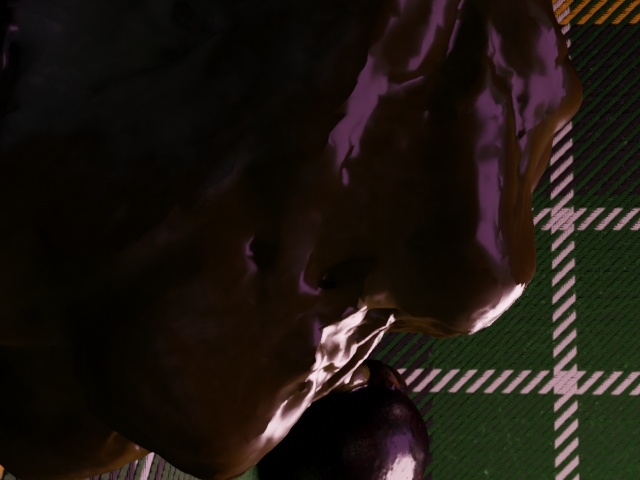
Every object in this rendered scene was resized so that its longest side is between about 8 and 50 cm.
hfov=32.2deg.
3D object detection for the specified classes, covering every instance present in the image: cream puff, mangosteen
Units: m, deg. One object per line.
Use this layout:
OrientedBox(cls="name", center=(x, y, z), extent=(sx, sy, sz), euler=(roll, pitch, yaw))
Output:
OrientedBox(cls="cream puff", center=(-0.019, -0.047, 0.508), extent=(0.270, 0.274, 0.324), euler=(53, 40, -65))
OrientedBox(cls="mangosteen", center=(0.024, 0.223, 1.364), extent=(0.211, 0.211, 0.250), euler=(-22, 101, -84))
